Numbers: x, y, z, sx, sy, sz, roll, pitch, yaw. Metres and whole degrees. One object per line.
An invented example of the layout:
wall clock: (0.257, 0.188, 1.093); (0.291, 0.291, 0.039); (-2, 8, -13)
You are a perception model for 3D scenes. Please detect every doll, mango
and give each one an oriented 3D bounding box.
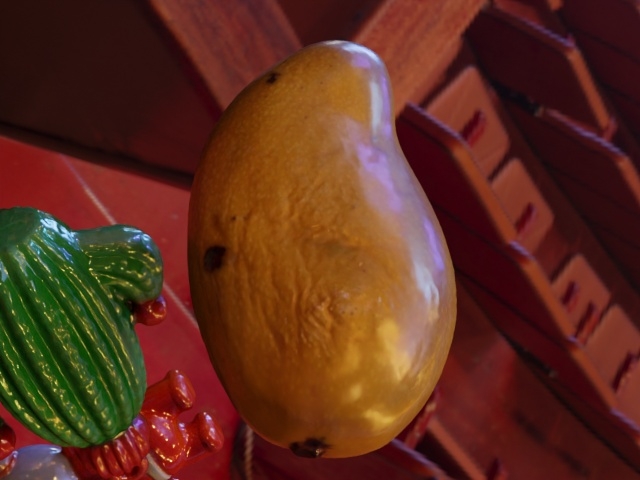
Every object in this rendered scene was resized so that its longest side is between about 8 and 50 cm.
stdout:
doll: (-0.207, 0.204, 0.977); (0.245, 0.076, 0.142); (-29, 118, 2)
mango: (0.000, 0.003, 0.669); (0.109, 0.157, 0.262); (84, 4, -62)

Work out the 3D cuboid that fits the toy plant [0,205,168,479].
toy plant: (-0.179, 0.083, 0.734); (0.154, 0.088, 0.240); (-4, 128, -23)
